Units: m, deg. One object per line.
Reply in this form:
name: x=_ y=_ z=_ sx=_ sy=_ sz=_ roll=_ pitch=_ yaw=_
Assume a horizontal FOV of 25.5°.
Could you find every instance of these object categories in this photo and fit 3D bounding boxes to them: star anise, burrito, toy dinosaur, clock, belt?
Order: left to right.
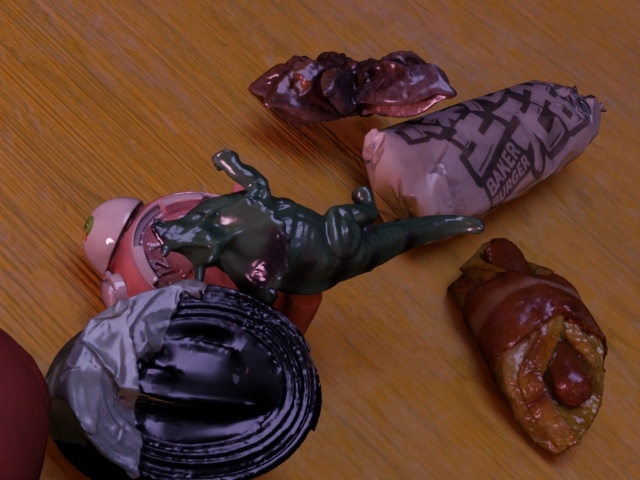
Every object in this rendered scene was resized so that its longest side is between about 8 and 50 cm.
belt: x=-0.100 y=0.106 z=1.011 sx=0.198 sy=0.078 sz=0.151 roll=0 pitch=73 yaw=-29
clock: x=-0.104 y=0.035 z=1.151 sx=0.162 sy=0.093 sz=0.166 roll=-9 pitch=56 yaw=-32
toy dinosaur: x=-0.009 y=-0.014 z=1.124 sx=0.292 sy=0.079 sz=0.120 roll=-13 pitch=62 yaw=-41
star anise: x=0.031 y=-0.160 z=1.473 sx=0.212 sy=0.073 sz=0.197 roll=-4 pitch=9 yaw=-17
burrito: x=0.190 y=-0.104 z=1.542 sx=0.139 sy=0.101 sz=0.445 roll=33 pitch=34 yaw=24

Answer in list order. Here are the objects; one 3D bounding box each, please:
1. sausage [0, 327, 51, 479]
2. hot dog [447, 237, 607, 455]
sausage: x=-0.245 y=0.151 z=0.829 sx=0.152 sy=0.152 sz=0.280 roll=24 pitch=37 yaw=-11
hot dog: x=0.201 y=0.079 z=1.314 sx=0.123 sy=0.093 sz=0.262 roll=7 pitch=40 yaw=-32
